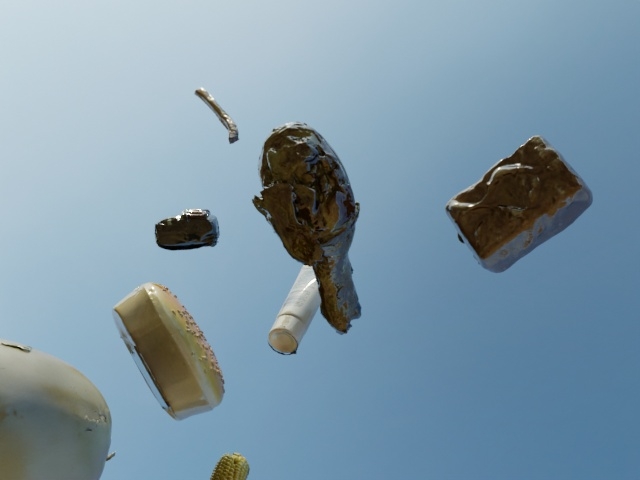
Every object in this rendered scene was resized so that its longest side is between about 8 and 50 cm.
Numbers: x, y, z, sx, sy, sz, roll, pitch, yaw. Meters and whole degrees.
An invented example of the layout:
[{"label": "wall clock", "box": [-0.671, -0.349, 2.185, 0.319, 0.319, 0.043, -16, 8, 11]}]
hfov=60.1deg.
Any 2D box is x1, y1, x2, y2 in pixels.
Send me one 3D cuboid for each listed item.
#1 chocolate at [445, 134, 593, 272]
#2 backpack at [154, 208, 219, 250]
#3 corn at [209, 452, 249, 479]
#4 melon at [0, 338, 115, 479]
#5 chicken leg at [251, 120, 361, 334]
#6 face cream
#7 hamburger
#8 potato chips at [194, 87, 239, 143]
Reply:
[{"label": "chocolate", "box": [0.309, -0.057, 0.900, 0.214, 0.093, 0.148, -40, -128, 19]}, {"label": "backpack", "box": [-0.348, -0.029, 1.444, 0.120, 0.165, 0.106, -137, -134, -77]}, {"label": "corn", "box": [-0.200, 0.516, 1.079, 0.072, 0.072, 0.203, -7, -133, 36]}, {"label": "melon", "box": [-0.391, 0.222, 0.623, 0.223, 0.316, 0.223, -31, -133, 41]}, {"label": "chicken leg", "box": [0.003, -0.004, 0.853, 0.140, 0.211, 0.361, -13, -75, 16]}, {"label": "face cream", "box": [-0.031, 0.110, 1.032, 0.092, 0.244, 0.058, -9, -61, 25]}, {"label": "hamburger", "box": [-0.304, 0.223, 1.138, 0.227, 0.151, 0.295, -9, -74, 64]}, {"label": "potato chips", "box": [-0.206, -0.255, 1.116, 0.204, 0.037, 0.026, 54, -35, 36]}]
